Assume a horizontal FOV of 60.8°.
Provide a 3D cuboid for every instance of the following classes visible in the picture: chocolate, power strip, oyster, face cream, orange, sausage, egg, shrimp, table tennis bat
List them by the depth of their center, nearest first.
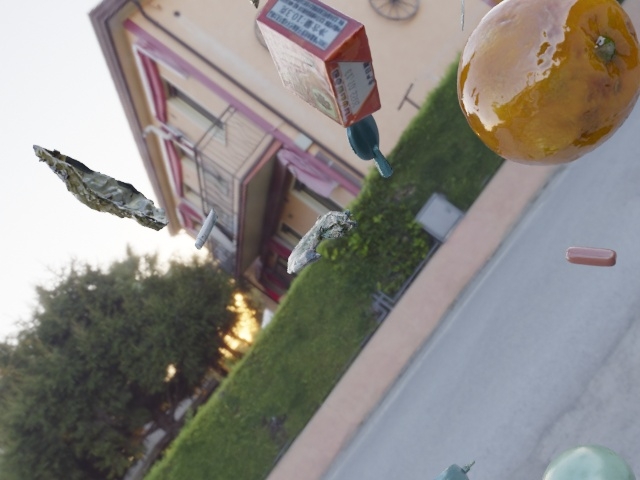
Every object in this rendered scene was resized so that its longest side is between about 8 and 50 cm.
[{"bbox_3d":[0.333,-0.239,0.812,0.261,0.261,0.261,-54,-2,-3],"label":"orange"},{"bbox_3d":[0.490,0.461,1.003,0.192,0.149,0.149,-25,-14,-22],"label":"egg"},{"bbox_3d":[-0.004,-0.368,1.109,0.108,0.237,0.235,-43,-28,-9],"label":"chocolate"},{"bbox_3d":[-0.509,-0.118,1.278,0.078,0.345,0.129,-45,33,22],"label":"oyster"},{"bbox_3d":[0.119,-0.226,1.295,0.033,0.201,0.124,-4,49,37],"label":"table tennis bat"},{"bbox_3d":[-0.279,-0.028,1.343,0.038,0.020,0.115,71,-148,-48],"label":"face cream"},{"bbox_3d":[0.290,0.627,1.347,0.253,0.054,0.168,-26,-34,-27],"label":"power strip"},{"bbox_3d":[0.000,0.000,1.654,0.247,0.085,0.360,-53,13,-28],"label":"shrimp"},{"bbox_3d":[0.902,0.054,1.823,0.062,0.154,0.062,-15,-72,-57],"label":"sausage"}]

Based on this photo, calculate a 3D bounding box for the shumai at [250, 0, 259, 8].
[{"bbox_3d":[-0.171,-0.590,1.200,0.123,0.105,0.139,0,-27,-31],"label":"shumai"}]

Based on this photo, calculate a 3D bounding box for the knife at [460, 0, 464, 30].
[{"bbox_3d":[0.313,-0.626,1.233,0.047,0.017,0.298,-101,4,-88],"label":"knife"}]
